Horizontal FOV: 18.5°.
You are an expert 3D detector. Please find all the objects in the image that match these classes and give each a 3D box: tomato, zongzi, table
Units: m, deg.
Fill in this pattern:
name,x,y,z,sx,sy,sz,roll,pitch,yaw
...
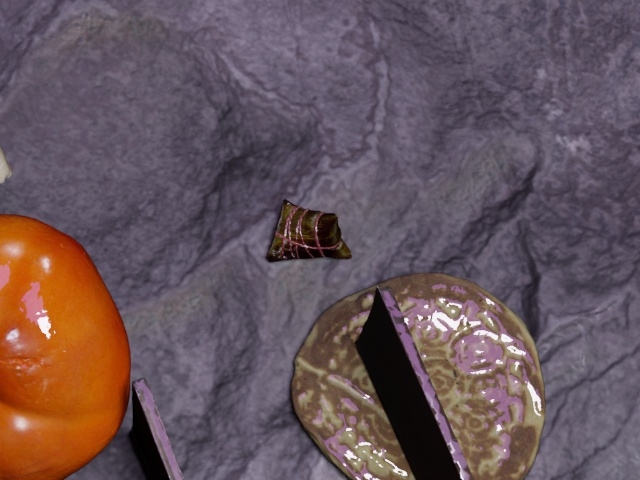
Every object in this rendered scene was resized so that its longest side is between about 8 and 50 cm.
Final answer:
name,x,y,z,sx,sy,sz,roll,pitch,yaw
tomato,-0.278,0.097,1.736,0.260,0.259,0.180,25,32,3
zongzi,0.000,0.000,1.930,0.083,0.073,0.067,-3,58,34
table,-0.005,0.227,1.718,0.251,0.196,0.282,-20,74,-11

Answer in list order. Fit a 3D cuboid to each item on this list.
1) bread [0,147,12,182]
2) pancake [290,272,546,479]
name,x,y,z,sx,sy,sz,roll,pitch,yaw
bread,-0.459,-0.052,1.780,0.314,0.192,0.171,-40,32,-19
pancake,0.101,0.143,1.883,0.250,0.031,0.250,3,66,-7
